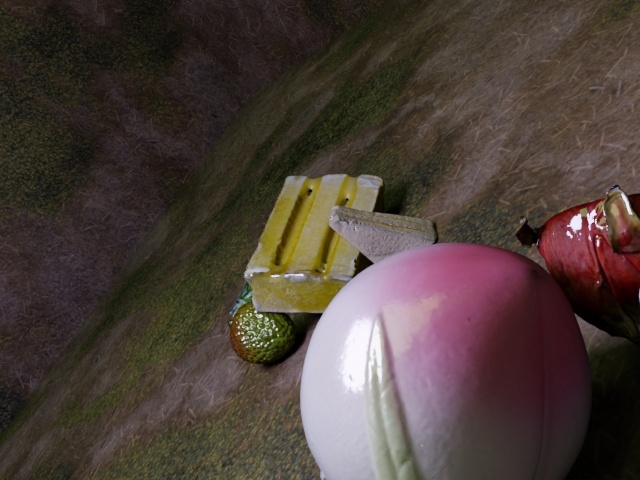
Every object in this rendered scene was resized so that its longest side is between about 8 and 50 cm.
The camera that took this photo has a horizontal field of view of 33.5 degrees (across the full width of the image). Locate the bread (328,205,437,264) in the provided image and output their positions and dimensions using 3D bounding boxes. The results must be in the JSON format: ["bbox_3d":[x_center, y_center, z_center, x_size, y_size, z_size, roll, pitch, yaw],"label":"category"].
[{"bbox_3d":[0.101,-0.026,1.759,0.105,0.152,0.077,-44,18,20],"label":"bread"}]

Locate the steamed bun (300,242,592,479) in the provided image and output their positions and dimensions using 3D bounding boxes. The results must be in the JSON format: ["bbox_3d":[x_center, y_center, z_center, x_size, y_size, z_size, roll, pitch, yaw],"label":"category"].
[{"bbox_3d":[0.139,0.128,1.052,0.309,0.309,0.309,-41,18,17],"label":"steamed bun"}]

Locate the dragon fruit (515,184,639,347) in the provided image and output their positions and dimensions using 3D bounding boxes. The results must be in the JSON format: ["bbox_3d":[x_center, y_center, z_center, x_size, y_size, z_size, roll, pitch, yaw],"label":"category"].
[{"bbox_3d":[0.326,0.050,1.055,0.218,0.223,0.148,-17,64,43],"label":"dragon fruit"}]

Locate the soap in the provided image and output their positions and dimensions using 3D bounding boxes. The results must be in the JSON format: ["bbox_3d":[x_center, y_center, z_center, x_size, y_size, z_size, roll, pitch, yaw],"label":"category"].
[{"bbox_3d":[0.000,0.000,1.897,0.199,0.091,0.315,0,35,14],"label":"soap"}]

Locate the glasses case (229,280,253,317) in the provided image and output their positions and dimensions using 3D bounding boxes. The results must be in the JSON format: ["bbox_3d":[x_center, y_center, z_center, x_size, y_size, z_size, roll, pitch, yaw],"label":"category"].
[{"bbox_3d":[-0.102,0.056,2.178,0.095,0.062,0.272,-33,22,35],"label":"glasses case"}]

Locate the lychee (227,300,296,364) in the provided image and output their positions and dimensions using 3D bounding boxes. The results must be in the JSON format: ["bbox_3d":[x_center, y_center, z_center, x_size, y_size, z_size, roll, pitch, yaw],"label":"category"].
[{"bbox_3d":[-0.105,0.161,1.872,0.146,0.114,0.114,0,46,41],"label":"lychee"}]
